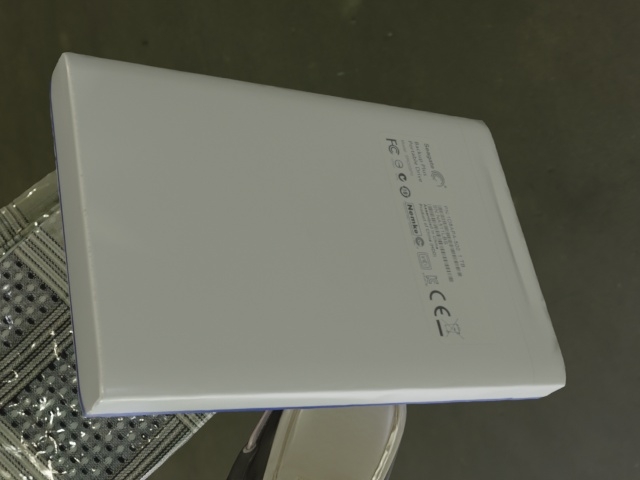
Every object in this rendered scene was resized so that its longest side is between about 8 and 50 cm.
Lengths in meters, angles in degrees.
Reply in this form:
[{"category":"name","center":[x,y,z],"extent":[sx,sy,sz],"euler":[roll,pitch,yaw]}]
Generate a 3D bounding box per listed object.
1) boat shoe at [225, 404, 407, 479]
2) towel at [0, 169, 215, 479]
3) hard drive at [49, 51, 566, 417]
[{"category":"boat shoe","center":[-0.035,0.224,0.666],"extent":[0.112,0.095,0.335],"euler":[26,89,-2]},{"category":"towel","center":[-0.287,0.130,1.011],"extent":[0.324,0.312,0.056],"euler":[50,171,-6]},{"category":"hard drive","center":[0.000,0.000,0.608],"extent":[0.040,0.318,0.210],"euler":[-42,52,48]}]
